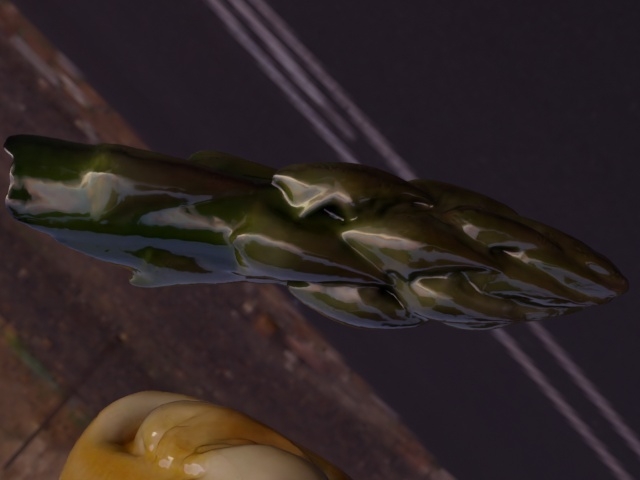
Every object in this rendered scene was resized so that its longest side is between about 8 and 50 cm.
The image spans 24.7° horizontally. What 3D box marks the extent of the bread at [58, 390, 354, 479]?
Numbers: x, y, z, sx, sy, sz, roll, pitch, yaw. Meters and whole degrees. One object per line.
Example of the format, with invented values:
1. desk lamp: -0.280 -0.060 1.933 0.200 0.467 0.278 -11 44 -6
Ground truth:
1. bread: -0.075 0.209 0.514 0.121 0.311 0.173 27 -179 -33

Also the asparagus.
1. asparagus: 0.000 0.000 0.668 0.287 0.080 0.080 7 163 -3
